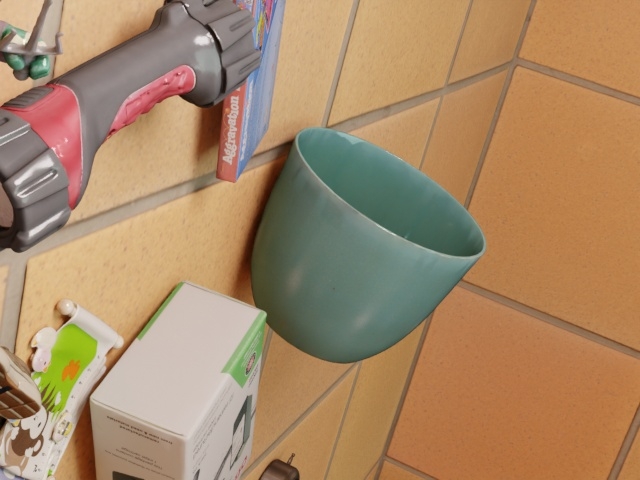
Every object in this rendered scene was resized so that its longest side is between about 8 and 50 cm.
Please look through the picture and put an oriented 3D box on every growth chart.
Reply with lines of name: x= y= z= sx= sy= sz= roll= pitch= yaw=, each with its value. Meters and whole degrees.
growth chart: x=-0.272 y=0.178 z=0.948 sx=0.172 sy=0.021 sz=0.237 roll=45 pitch=66 yaw=-73

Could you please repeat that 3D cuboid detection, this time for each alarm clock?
alarm clock: x=-0.096 y=0.502 z=1.824 sx=0.192 sy=0.064 sz=0.129 roll=-32 pitch=141 yaw=-57

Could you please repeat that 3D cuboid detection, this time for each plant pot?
plant pot: x=0.040 y=0.023 z=1.292 sx=0.235 sy=0.293 sz=0.293 roll=-59 pitch=168 yaw=24

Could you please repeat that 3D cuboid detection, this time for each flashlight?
flashlight: x=-0.162 y=-0.103 z=0.764 sx=0.304 sy=0.103 sz=0.103 roll=-41 pitch=176 yaw=-44

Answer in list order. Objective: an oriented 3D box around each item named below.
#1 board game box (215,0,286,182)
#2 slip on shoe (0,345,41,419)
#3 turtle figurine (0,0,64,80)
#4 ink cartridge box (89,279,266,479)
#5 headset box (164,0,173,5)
board game box: x=-0.069 y=-0.217 z=1.019 sx=0.145 sy=0.027 sz=0.281 roll=-70 pitch=172 yaw=-57
slip on shoe: x=-0.281 y=0.108 z=0.810 sx=0.135 sy=0.051 sz=0.041 roll=64 pitch=6 yaw=-54
turtle figurine: x=-0.241 y=-0.106 z=0.532 sx=0.175 sy=0.118 sz=0.234 roll=-17 pitch=145 yaw=-49
ink cartridge box: x=-0.166 y=0.229 z=1.131 sx=0.211 sy=0.121 sz=0.289 roll=-59 pitch=163 yaw=-46
headset box: x=-0.120 y=-0.209 z=0.915 sx=0.083 sy=0.032 sz=0.062 roll=-28 pitch=137 yaw=-66
